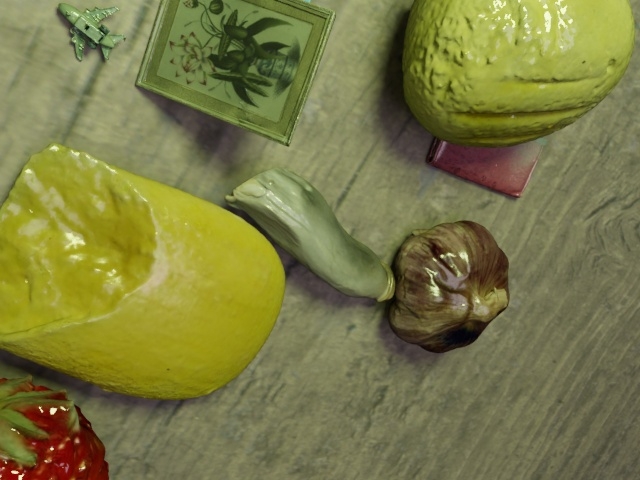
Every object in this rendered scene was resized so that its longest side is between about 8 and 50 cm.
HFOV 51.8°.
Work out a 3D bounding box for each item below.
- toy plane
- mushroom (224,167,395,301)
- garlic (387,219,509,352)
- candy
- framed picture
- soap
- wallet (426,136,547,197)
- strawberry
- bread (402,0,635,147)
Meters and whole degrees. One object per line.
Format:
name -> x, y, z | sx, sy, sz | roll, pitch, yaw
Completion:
toy plane -> -0.282, -0.259, 0.805 | 0.083, 0.033, 0.080 | 35, 106, -33
mushroom -> 0.001, 0.002, 1.018 | 0.097, 0.109, 0.351 | -30, 129, 25
garlic -> 0.230, 0.087, 1.139 | 0.244, 0.160, 0.245 | -10, 114, -24
candy -> -0.076, -0.271, 0.871 | 0.062, 0.097, 0.195 | 14, 103, -30
framed picture -> -0.111, -0.236, 0.824 | 0.173, 0.231, 0.010 | -70, 166, 10
soap -> -0.242, 0.073, 0.912 | 0.427, 0.115, 0.306 | 25, 93, -33
wallet -> 0.295, -0.157, 1.157 | 0.232, 0.025, 0.119 | 15, 102, -32
strawberry -> -0.404, 0.350, 0.837 | 0.292, 0.292, 0.344 | -19, 116, -20
bread -> 0.271, -0.266, 0.937 | 0.320, 0.320, 0.237 | -3, 85, -27
